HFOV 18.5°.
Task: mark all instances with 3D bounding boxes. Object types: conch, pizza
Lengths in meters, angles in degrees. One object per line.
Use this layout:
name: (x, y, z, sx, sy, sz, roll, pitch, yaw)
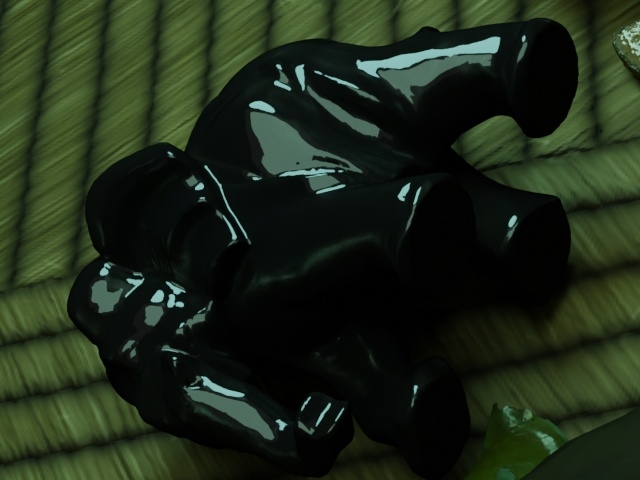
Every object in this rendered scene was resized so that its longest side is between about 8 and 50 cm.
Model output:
conch: (0.104, 0.183, 1.110, 0.095, 0.079, 0.200, 19, 57, 18)
pizza: (0.240, -0.131, 1.290, 0.078, 0.025, 0.083, -49, 50, -5)

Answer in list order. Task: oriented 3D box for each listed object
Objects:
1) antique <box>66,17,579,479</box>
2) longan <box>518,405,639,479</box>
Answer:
antique: (0.000, 0.000, 1.223, 0.255, 0.185, 0.322, 10, 55, 34)
longan: (0.207, 0.229, 0.764, 0.404, 0.436, 0.403, -2, 86, 31)
